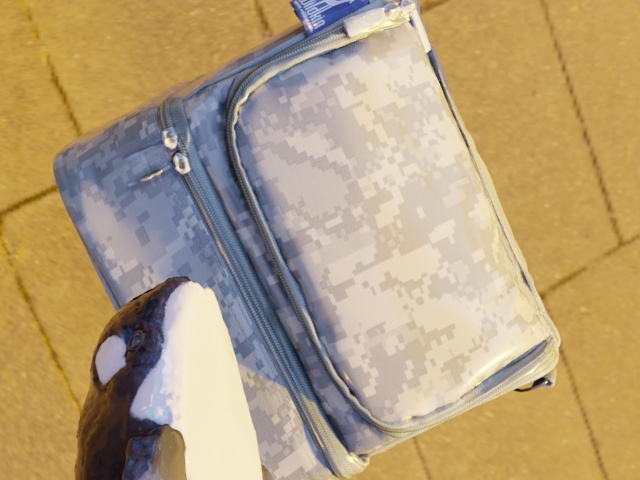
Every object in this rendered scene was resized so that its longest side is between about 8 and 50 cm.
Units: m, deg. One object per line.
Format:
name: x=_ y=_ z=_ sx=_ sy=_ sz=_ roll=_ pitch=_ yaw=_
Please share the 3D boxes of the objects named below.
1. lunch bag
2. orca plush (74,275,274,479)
lunch bag: x=0.000 y=0.000 z=0.891 sx=0.256 sy=0.212 sz=0.305 roll=-24 pitch=96 yaw=10
orca plush: x=-0.077 y=0.167 z=0.597 sx=0.102 sy=0.151 sz=0.287 roll=-15 pitch=88 yaw=17
